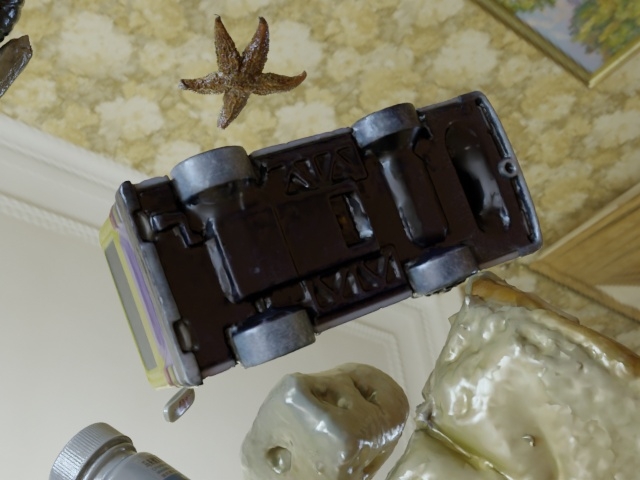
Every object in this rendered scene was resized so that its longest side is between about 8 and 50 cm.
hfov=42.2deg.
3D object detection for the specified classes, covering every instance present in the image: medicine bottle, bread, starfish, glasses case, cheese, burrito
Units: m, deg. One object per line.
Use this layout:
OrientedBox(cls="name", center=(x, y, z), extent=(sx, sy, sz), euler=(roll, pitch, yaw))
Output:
OrientedBox(cls="medicine bottle", center=(-0.214, 0.291, 0.944), extent=(0.168, 0.105, 0.105), euler=(26, -152, 22))
OrientedBox(cls="bread", center=(0.244, 0.235, 0.728), extent=(0.390, 0.279, 0.371), euler=(30, -179, 13))
OrientedBox(cls="starfish", center=(-0.143, -0.308, 1.542), extent=(0.240, 0.227, 0.043), euler=(-3, -140, -11))
OrientedBox(cls="glasses case", center=(-0.228, 0.265, 1.346), extent=(0.083, 0.021, 0.032), euler=(-43, -56, -60))
OrientedBox(cls="cheese", center=(0.006, 0.299, 1.223), extent=(0.173, 0.248, 0.251), euler=(42, -152, 19))
OrientedBox(cls="burrito", center=(-0.510, -0.245, 1.294), extent=(0.045, 0.058, 0.188), euler=(30, -104, 2))

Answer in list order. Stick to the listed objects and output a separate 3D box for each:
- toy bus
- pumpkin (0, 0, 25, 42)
OrientedBox(cls="toy bus", center=(0.000, 0.000, 0.929), extent=(0.440, 0.249, 0.209), euler=(-19, -95, -25))
OrientedBox(cls="pumpkin", center=(-0.549, -0.376, 1.247), extent=(0.202, 0.202, 0.140), euler=(35, -179, -20))
